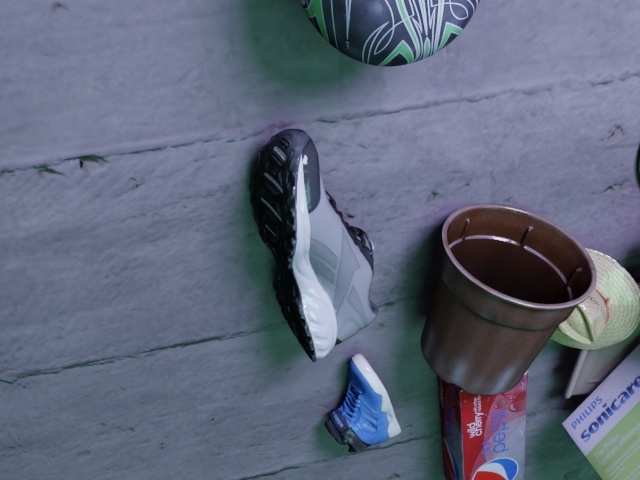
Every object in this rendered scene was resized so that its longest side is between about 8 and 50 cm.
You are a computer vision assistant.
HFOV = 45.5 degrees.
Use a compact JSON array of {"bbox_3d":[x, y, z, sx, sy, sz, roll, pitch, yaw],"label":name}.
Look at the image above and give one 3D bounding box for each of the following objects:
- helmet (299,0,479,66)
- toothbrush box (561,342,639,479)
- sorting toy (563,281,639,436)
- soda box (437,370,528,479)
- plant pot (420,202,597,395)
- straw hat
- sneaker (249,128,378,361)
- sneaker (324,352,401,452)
[{"bbox_3d":[0.053,-0.222,0.605,0.169,0.161,0.169,-7,124,-11],"label":"helmet"},{"bbox_3d":[0.460,0.262,0.905,0.122,0.283,0.206,25,111,-33],"label":"toothbrush box"},{"bbox_3d":[0.416,0.119,1.002,0.196,0.047,0.347,-4,124,-17],"label":"sorting toy"},{"bbox_3d":[0.212,0.250,1.008,0.092,0.083,0.263,-14,124,-7],"label":"soda box"},{"bbox_3d":[0.193,0.073,0.849,0.167,0.167,0.165,1,131,-15],"label":"plant pot"},{"bbox_3d":[0.304,0.085,0.899,0.144,0.061,0.144,10,120,18],"label":"straw hat"},{"bbox_3d":[0.000,0.000,0.789,0.108,0.100,0.271,-24,130,-16],"label":"sneaker"},{"bbox_3d":[0.043,0.210,0.952,0.084,0.058,0.152,-27,132,-7],"label":"sneaker"}]
